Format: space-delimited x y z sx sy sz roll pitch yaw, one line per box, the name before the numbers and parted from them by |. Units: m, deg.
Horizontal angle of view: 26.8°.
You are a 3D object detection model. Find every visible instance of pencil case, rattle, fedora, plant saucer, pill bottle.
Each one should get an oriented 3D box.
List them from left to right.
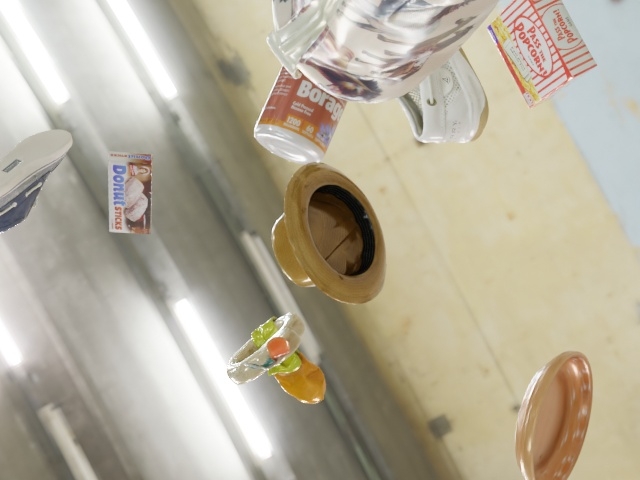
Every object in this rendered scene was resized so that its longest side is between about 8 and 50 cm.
rattle | -0.043 0.177 1.759 0.142 0.130 0.200 67 163 -6
pill bottle | -0.014 -0.241 2.170 0.121 0.121 0.216 41 -112 -56
fedora | 0.000 0.000 1.614 0.194 0.079 0.194 32 -134 -40
pencil case | 0.066 -0.222 0.983 0.410 0.184 0.160 140 109 -75
plant saucer | 0.311 0.243 1.806 0.200 0.037 0.200 -27 -56 -51

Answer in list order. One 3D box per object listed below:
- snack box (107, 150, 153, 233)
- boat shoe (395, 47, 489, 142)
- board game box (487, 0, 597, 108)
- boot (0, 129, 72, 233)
snack box | -0.283 -0.069 2.004 0.178 0.064 0.022 101 171 -54
boat shoe | 0.093 -0.227 1.537 0.277 0.096 0.098 63 150 29
board game box | 0.325 -0.289 1.994 0.146 0.045 0.193 62 168 3
boot | -0.446 -0.091 2.040 0.069 0.190 0.086 24 137 30
